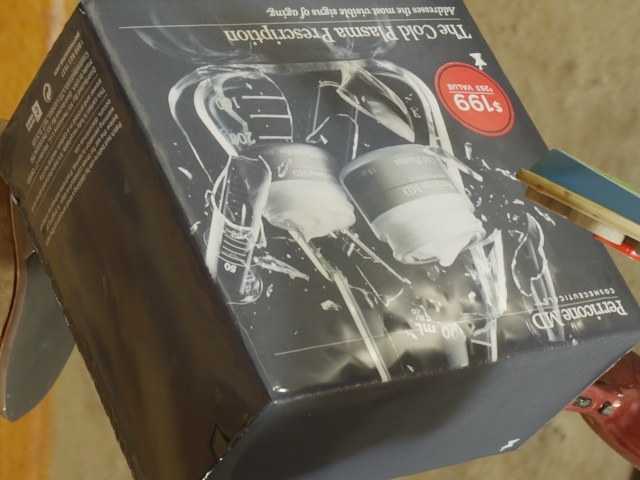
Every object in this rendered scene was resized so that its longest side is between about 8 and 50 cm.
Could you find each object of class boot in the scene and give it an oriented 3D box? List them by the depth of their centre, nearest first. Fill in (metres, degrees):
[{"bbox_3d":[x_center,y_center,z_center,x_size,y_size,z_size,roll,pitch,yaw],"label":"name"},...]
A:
[{"bbox_3d":[-0.281,0.024,1.625,0.115,0.112,0.305,22,125,20],"label":"boot"}]

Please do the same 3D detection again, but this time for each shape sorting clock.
[{"bbox_3d":[0.195,0.012,0.958,0.206,0.206,0.040,31,99,15],"label":"shape sorting clock"}]

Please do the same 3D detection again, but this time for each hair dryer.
[{"bbox_3d":[0.221,0.141,1.557,0.293,0.223,0.080,29,114,8],"label":"hair dryer"}]

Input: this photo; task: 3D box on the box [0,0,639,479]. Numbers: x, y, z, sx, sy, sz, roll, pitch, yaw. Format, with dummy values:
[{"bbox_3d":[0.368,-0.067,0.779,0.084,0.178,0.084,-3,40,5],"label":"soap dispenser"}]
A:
[{"bbox_3d":[0.000,0.000,1.263,0.179,0.343,0.312,-49,59,43],"label":"box"}]
